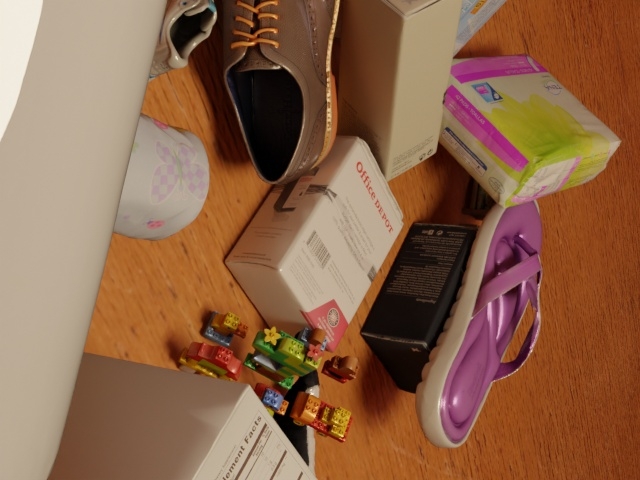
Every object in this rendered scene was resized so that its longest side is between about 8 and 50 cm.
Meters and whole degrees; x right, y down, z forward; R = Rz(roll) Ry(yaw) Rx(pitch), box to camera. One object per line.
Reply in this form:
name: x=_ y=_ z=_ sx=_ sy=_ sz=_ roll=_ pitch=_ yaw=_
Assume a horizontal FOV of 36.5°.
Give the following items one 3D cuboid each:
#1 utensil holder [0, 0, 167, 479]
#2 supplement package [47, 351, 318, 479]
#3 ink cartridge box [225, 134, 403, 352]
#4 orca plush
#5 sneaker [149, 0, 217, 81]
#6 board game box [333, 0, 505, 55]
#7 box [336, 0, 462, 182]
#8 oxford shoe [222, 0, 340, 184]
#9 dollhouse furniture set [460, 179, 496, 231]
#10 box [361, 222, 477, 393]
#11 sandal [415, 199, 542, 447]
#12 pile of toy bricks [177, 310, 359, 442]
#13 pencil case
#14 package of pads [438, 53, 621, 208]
utensil holder: x=-0.267 y=-0.064 z=0.568 sx=0.327 sy=0.327 sz=0.386 roll=-1 pitch=107 yaw=-54
supplement package: x=-0.175 y=0.223 z=0.826 sx=0.204 sy=0.261 sz=0.145 roll=-59 pitch=137 yaw=-32
ink cartridge box: x=0.000 y=0.000 z=1.183 sx=0.218 sy=0.092 sz=0.159 roll=-57 pitch=135 yaw=-30
orca plush: x=-0.058 y=0.279 z=1.133 sx=0.102 sy=0.151 sz=0.287 roll=12 pitch=87 yaw=-22
sneaker: x=-0.130 y=-0.245 z=0.987 sx=0.071 sy=0.082 sz=0.191 roll=38 pitch=63 yaw=-47
board game box: x=0.168 y=-0.371 z=1.218 sx=0.318 sy=0.319 sz=0.066 roll=-2 pitch=52 yaw=-54
box: x=0.088 y=-0.206 z=1.156 sx=0.094 sy=0.113 sz=0.275 roll=-30 pitch=151 yaw=-22
oxford shoe: x=-0.046 y=-0.237 z=1.030 sx=0.133 sy=0.129 sz=0.364 roll=-58 pitch=142 yaw=-66
dollhouse furniture set: x=0.317 y=-0.044 z=1.599 sx=0.161 sy=0.101 sz=0.182 roll=18 pitch=79 yaw=-53
box: x=0.168 y=0.102 z=1.409 sx=0.207 sy=0.108 sz=0.153 roll=-60 pitch=137 yaw=-29
sandal: x=0.258 y=0.111 z=1.352 sx=0.169 sy=0.102 sz=0.416 roll=55 pitch=52 yaw=-41
pile of toy bricks: x=-0.036 y=0.133 z=1.064 sx=0.212 sy=0.105 sz=0.118 roll=29 pitch=60 yaw=-15
pencil case: x=-0.220 y=-0.085 z=0.855 sx=0.273 sy=0.113 sz=0.124 roll=20 pitch=50 yaw=-53
package of pads: x=0.298 y=-0.171 z=1.445 sx=0.296 sy=0.229 sz=0.101 roll=-17 pitch=149 yaw=-48
